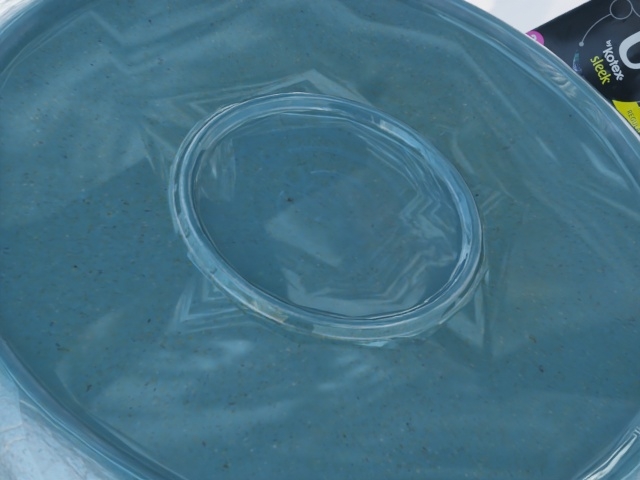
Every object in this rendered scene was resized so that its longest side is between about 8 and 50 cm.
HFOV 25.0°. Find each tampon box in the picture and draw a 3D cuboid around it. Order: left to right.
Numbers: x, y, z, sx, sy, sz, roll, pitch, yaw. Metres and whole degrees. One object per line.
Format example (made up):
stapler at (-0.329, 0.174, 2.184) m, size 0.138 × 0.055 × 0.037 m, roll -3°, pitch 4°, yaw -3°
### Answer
tampon box at (0.230, -0.105, 0.929) m, size 0.161 × 0.120 × 0.101 m, roll -27°, pitch -14°, yaw 10°

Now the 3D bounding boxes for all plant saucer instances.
plant saucer at (0.000, 0.000, 0.476) m, size 0.317 × 0.317 × 0.044 m, roll -43°, pitch -17°, yaw -39°
